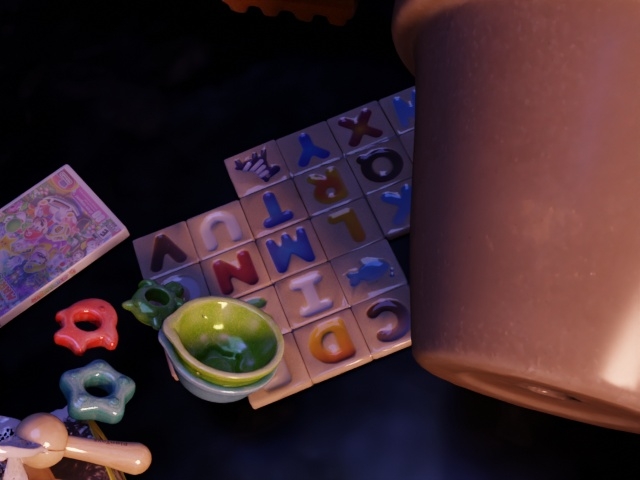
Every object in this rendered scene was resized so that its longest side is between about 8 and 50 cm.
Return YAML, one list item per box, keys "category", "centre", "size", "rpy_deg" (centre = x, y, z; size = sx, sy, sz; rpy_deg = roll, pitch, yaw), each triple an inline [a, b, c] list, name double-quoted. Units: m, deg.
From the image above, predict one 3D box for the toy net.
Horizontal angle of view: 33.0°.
- category: "toy net"
  centre: [-0.132, 0.078, 0.587]
  size: [0.122, 0.045, 0.232]
  rpy_deg: [41, 41, 23]

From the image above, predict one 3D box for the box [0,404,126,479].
- category: "box"
  centre: [-0.117, 0.199, 0.557]
  size: [0.087, 0.058, 0.232]
  rpy_deg: [-29, 53, -9]

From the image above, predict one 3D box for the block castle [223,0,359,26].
- category: "block castle"
  centre: [0.008, -0.324, 0.831]
  size: [0.453, 0.212, 0.303]
  rpy_deg: [11, 45, 13]

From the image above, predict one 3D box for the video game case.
- category: "video game case"
  centre: [-0.205, 0.005, 0.753]
  size: [0.122, 0.011, 0.087]
  rpy_deg: [-37, 54, -14]

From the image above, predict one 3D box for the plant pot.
- category: "plant pot"
  centre: [0.143, -0.028, 0.562]
  size: [0.263, 0.263, 0.229]
  rpy_deg: [12, 78, 22]

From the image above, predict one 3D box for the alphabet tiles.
- category: "alphabet tiles"
  centre: [0.000, 0.000, 0.709]
  size: [0.237, 0.009, 0.198]
  rpy_deg: [-21, 52, -3]
